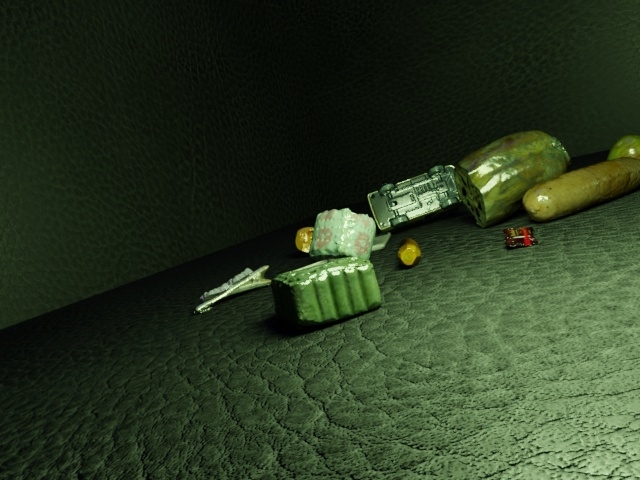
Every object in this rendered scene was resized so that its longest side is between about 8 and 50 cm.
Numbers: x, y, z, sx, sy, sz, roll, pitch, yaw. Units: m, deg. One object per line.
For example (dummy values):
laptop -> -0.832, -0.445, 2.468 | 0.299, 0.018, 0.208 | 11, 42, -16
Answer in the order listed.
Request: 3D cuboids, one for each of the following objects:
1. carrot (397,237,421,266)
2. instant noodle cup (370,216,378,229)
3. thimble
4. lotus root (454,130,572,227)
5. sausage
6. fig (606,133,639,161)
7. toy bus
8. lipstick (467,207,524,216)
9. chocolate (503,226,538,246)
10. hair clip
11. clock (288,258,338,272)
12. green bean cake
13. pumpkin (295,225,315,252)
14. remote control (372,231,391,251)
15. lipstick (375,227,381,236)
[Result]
carrot -> 0.262, 0.028, 1.602 | 0.066, 0.066, 0.314 | -14, 3, 9
instant noodle cup -> 0.272, -0.072, 2.322 | 0.179, 0.070, 0.157 | -12, 9, 17
thimble -> 0.067, -0.003, 1.607 | 0.185, 0.149, 0.211 | 13, -14, 0
lotus root -> 0.627, -0.215, 1.743 | 0.346, 0.251, 0.250 | -26, 6, 5
sausage -> 0.830, -0.166, 1.641 | 0.500, 0.123, 0.136 | -18, -20, -20
fig -> 1.079, -0.267, 1.969 | 0.259, 0.151, 0.151 | -40, -8, 32
toy bus -> 0.383, -0.158, 2.148 | 0.365, 0.177, 0.202 | -19, -15, 4
lipstick -> 0.704, -0.148, 1.936 | 0.079, 0.076, 0.371 | -19, 8, -38
chocolate -> 0.530, -0.010, 1.432 | 0.086, 0.028, 0.182 | -6, 10, 16
hair clip -> -0.284, 0.159, 1.714 | 0.292, 0.085, 0.106 | -26, -6, -35
clock -> 0.008, 0.105, 1.468 | 0.146, 0.071, 0.192 | -18, 7, -23
green bean cake -> 0.004, 0.114, 1.225 | 0.222, 0.125, 0.227 | -17, 2, -17
pumpkin -> 0.000, 0.000, 2.159 | 0.183, 0.119, 0.107 | -3, -23, 42
remote control -> 0.219, 0.001, 2.004 | 0.067, 0.029, 0.261 | -13, 7, 15
lipstick -> 0.161, -0.015, 2.167 | 0.234, 0.054, 0.053 | -20, 8, -42
